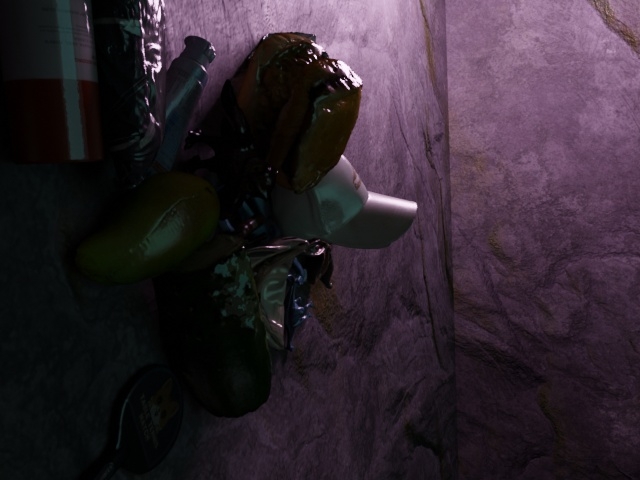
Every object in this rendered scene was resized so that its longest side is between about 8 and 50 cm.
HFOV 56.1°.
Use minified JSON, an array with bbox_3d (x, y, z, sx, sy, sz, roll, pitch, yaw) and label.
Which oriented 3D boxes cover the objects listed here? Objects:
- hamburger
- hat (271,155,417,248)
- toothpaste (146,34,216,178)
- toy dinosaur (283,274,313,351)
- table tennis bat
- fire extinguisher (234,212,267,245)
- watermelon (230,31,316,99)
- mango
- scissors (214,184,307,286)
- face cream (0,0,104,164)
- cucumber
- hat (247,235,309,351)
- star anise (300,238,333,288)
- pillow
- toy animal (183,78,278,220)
[{"bbox_3d":[-0.038,-0.214,1.021,0.244,0.162,0.244,-53,162,-26],"label":"hamburger"},{"bbox_3d":[0.048,-0.104,1.200,0.258,0.301,0.168,-77,178,-57],"label":"hat"},{"bbox_3d":[-0.215,-0.190,0.879,0.089,0.057,0.234,50,53,-59],"label":"toothpaste"},{"bbox_3d":[-0.056,0.151,1.265,0.080,0.045,0.198,-33,133,-44],"label":"toy dinosaur"},{"bbox_3d":[-0.260,0.272,0.834,0.236,0.027,0.150,-50,136,-59],"label":"table tennis bat"},{"bbox_3d":[-0.123,-0.011,1.042,0.100,0.032,0.046,-45,117,-55],"label":"fire extinguisher"},{"bbox_3d":[-0.094,-0.292,1.133,0.241,0.094,0.154,-52,147,-52],"label":"watermelon"},{"bbox_3d":[-0.221,-0.021,0.801,0.232,0.111,0.126,-33,111,-48],"label":"mango"},{"bbox_3d":[-0.105,-0.024,1.164,0.393,0.032,0.180,60,40,-49],"label":"scissors"},{"bbox_3d":[-0.289,-0.191,0.641,0.096,0.095,0.214,-22,112,-65],"label":"face cream"},{"bbox_3d":[-0.151,0.160,0.917,0.145,0.105,0.326,-24,122,-29],"label":"cucumber"},{"bbox_3d":[-0.132,0.082,1.058,0.225,0.164,0.220,8,106,-29],"label":"hat"},{"bbox_3d":[-0.008,-0.002,1.368,0.171,0.063,0.208,31,67,-59],"label":"star anise"},{"bbox_3d":[-0.237,-0.229,0.729,0.161,0.092,0.336,-136,-135,-80],"label":"pillow"},{"bbox_3d":[-0.121,-0.125,0.919,0.116,0.179,0.219,-24,135,-51],"label":"toy animal"}]
